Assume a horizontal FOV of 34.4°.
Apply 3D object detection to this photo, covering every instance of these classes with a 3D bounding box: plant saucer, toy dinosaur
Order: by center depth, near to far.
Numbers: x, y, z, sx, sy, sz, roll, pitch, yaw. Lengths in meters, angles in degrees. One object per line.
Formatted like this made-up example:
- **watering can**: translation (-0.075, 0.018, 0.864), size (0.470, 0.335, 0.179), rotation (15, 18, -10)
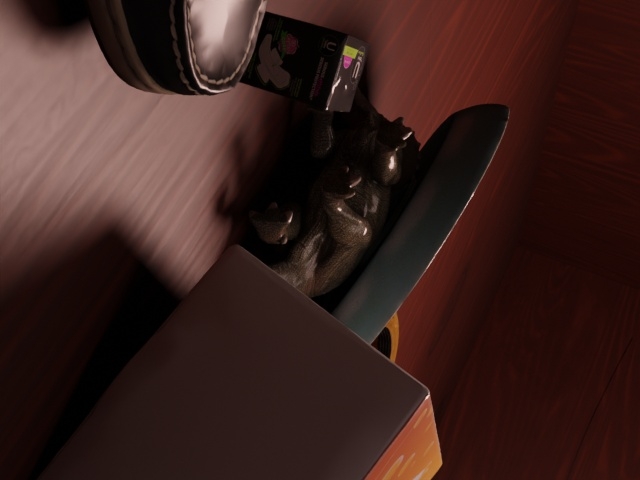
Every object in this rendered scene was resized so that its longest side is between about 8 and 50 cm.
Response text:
- **toy dinosaur**: translation (0.012, -0.022, 0.881), size (0.160, 0.121, 0.313), rotation (72, 38, -58)
- **plant saucer**: translation (0.079, -0.009, 1.024), size (0.317, 0.044, 0.317), rotation (-56, -177, 5)

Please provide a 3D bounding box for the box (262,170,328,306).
- **box**: translation (0.000, 0.000, 1.032), size (0.136, 0.036, 0.225), rotation (92, 22, -51)

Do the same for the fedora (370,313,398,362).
- **fedora**: translation (0.031, 0.151, 1.261), size (0.194, 0.079, 0.194), rotation (-52, 151, -43)

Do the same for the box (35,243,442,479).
- **box**: translation (-0.037, 0.181, 0.789), size (0.215, 0.168, 0.345), rotation (-51, 162, -10)

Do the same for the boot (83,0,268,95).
- **boot**: translation (0.054, -0.212, 0.437), size (0.138, 0.284, 0.377), rotation (-36, 143, -65)

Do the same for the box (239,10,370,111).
- **box**: translation (-0.018, -0.123, 0.700), size (0.062, 0.083, 0.052), rotation (-17, 126, -72)
